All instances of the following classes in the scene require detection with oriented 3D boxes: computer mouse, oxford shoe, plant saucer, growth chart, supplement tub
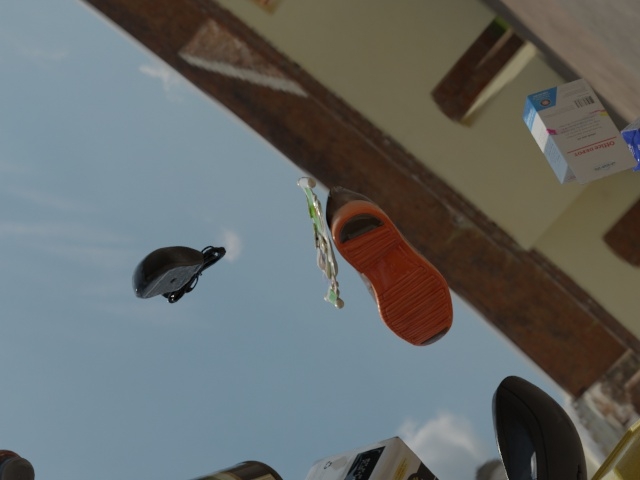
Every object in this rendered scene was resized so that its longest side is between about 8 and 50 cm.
[{"bbox_3d":[0.254,0.262,0.930,0.184,0.060,0.261,17,-121,-44],"label":"computer mouse"},{"bbox_3d":[0.125,0.043,1.662,0.363,0.130,0.132,57,-177,-34],"label":"oxford shoe"},{"bbox_3d":[0.632,0.436,1.884,0.081,0.333,0.332,40,151,16],"label":"plant saucer"},{"bbox_3d":[0.000,0.000,1.608,0.172,0.021,0.237,147,110,-82],"label":"growth chart"},{"bbox_3d":[-0.336,0.065,2.074,0.072,0.188,0.272,50,-165,12],"label":"computer mouse"},{"bbox_3d":[-0.621,0.446,1.772,0.106,0.198,0.106,21,-118,-47],"label":"supplement tub"}]

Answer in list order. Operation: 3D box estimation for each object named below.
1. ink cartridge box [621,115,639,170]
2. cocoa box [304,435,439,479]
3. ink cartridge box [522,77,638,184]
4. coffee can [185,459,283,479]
[{"bbox_3d":[0.754,-0.243,2.130,0.207,0.046,0.097,-34,-71,-38],"label":"ink cartridge box"},{"bbox_3d":[0.058,0.532,1.505,0.228,0.231,0.347,47,-133,-13],"label":"cocoa box"},{"bbox_3d":[0.407,-0.158,1.489,0.061,0.104,0.181,85,165,-61],"label":"ink cartridge box"},{"bbox_3d":[-0.214,0.581,1.960,0.201,0.201,0.275,47,-158,24],"label":"coffee can"}]
